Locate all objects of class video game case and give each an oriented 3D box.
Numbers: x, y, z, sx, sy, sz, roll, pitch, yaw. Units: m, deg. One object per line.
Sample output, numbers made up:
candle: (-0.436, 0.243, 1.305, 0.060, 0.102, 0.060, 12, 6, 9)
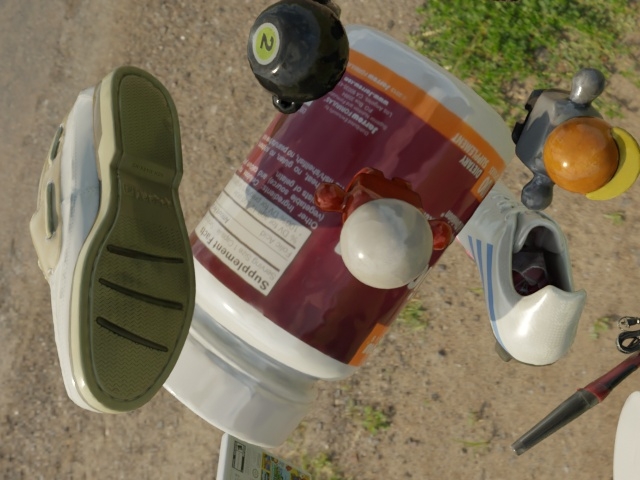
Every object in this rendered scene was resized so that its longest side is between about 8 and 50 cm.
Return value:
video game case: (-0.101, 0.477, 1.351, 0.026, 0.206, 0.227, -41, 28, 27)

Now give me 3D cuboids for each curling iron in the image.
curling iron: (0.371, 0.204, 1.064, 0.274, 0.035, 0.068, -43, 86, -1)

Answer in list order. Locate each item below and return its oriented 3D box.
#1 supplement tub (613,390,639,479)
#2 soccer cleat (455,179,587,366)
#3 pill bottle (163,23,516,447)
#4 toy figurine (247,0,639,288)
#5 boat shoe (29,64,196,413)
supplement tub: (0.501, 0.275, 0.876, 0.272, 0.191, 0.191, 6, 87, 8)
soccer cleat: (0.236, -0.006, 0.915, 0.331, 0.116, 0.143, -102, 18, -45)
pill bottle: (0.000, 0.000, 0.785, 0.224, 0.224, 0.392, 38, 94, 39)
toy figurine: (0.076, -0.094, 0.494, 0.210, 0.148, 0.213, -21, 107, 10)
boat shoe: (-0.179, 0.002, 0.639, 0.103, 0.113, 0.302, -22, 57, 32)
